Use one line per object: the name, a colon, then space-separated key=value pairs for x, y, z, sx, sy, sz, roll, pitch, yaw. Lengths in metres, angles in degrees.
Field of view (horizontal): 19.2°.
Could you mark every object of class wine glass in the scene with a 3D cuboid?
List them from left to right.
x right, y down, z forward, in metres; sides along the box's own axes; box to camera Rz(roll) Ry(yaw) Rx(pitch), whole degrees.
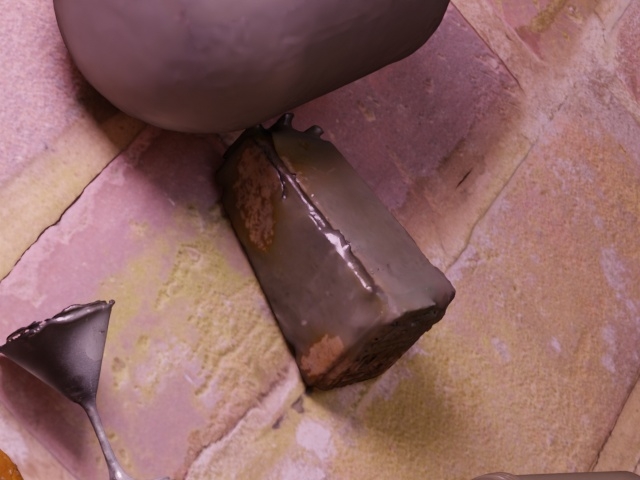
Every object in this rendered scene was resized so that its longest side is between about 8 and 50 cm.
wine glass: x=-0.209 y=0.156 z=1.719 sx=0.122 sy=0.122 sz=0.183 roll=-15 pitch=81 yaw=-46

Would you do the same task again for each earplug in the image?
earplug: x=-0.083 y=-0.277 z=1.964 sx=0.394 sy=0.312 sz=0.313 roll=-31 pitch=86 yaw=-47

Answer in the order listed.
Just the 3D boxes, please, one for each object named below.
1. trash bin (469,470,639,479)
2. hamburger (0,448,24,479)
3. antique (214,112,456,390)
trash bin: x=0.276 y=0.360 z=2.010 sx=0.247 sy=0.121 sz=0.243 roll=3 pitch=61 yaw=-44
hamburger: x=-0.284 y=0.225 z=1.614 sx=0.176 sy=0.087 sz=0.102 roll=52 pitch=43 yaw=2
antique: x=0.000 y=0.000 z=2.001 sx=0.125 sy=0.150 sz=0.284 roll=-10 pitch=62 yaw=-49
